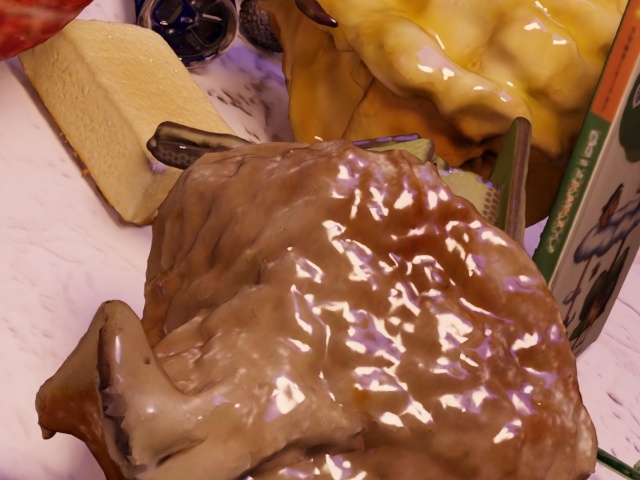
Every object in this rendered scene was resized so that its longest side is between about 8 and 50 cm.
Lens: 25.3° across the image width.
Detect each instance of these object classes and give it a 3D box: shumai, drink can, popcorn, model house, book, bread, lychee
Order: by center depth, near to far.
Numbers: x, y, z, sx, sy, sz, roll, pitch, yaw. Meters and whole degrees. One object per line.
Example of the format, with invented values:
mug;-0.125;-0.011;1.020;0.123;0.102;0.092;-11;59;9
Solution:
shumai;-0.011;0.095;0.792;0.314;0.267;0.262;27;24;13
model house;0.000;0.000;1.086;0.278;0.218;0.205;14;45;0
bread;-0.145;-0.097;1.147;0.125;0.068;0.188;-2;47;-49
book;0.245;-0.039;1.195;0.043;0.371;0.260;26;24;21
popcorn;0.096;-0.170;1.270;0.381;0.349;0.349;21;31;-10
drink can;-0.137;-0.267;1.378;0.097;0.097;0.235;22;31;-26
lychee;-0.046;-0.228;1.450;0.083;0.068;0.067;58;-11;3

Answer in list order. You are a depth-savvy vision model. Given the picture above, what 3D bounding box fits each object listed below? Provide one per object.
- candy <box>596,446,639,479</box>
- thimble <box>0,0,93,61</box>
candy;0.275;0.204;1.182;0.262;0.073;0.077;31;57;-7
thimble;-0.278;-0.293;1.018;0.350;0.350;0.230;29;32;-14
